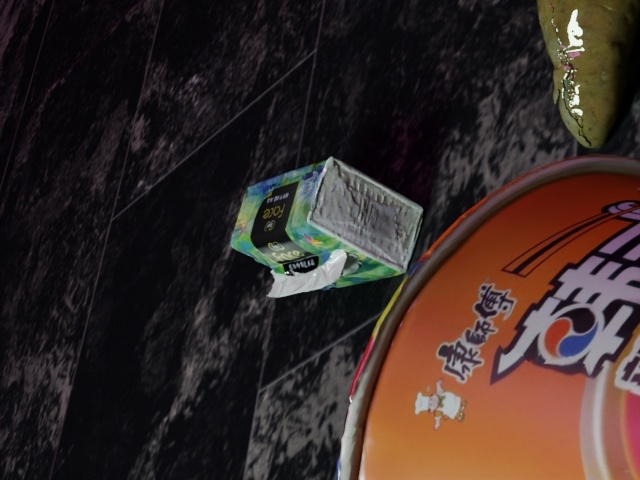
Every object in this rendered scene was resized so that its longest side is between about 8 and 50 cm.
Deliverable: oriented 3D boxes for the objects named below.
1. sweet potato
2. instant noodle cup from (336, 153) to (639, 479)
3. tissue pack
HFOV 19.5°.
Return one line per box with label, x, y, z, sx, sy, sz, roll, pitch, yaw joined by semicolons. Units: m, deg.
sweet potato;0.205;-0.212;1.084;0.310;0.098;0.124;-57;32;18
instant noodle cup;0.159;0.099;0.697;0.192;0.250;0.250;11;74;56
tissue pack;0.000;0.001;1.264;0.111;0.085;0.079;-14;53;57
